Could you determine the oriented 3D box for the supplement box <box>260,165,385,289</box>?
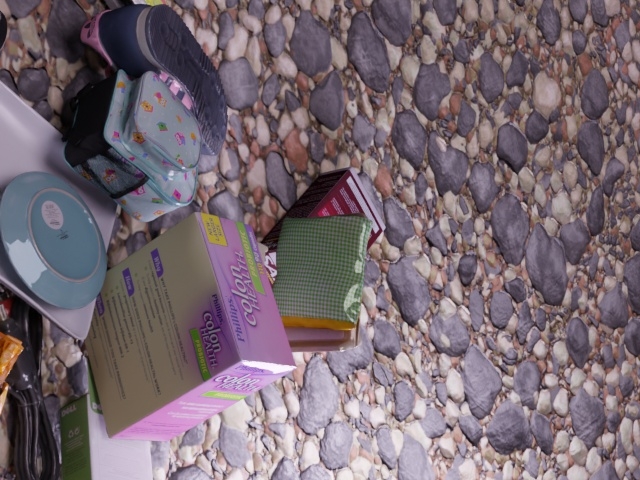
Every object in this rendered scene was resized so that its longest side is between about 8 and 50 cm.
[{"bbox_3d":[0.000,0.000,2.208,0.239,0.073,0.130,-50,119,-43],"label":"supplement box"}]

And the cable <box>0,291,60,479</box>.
[{"bbox_3d":[-0.392,0.183,1.756,0.139,0.072,0.287,-52,136,-60],"label":"cable"}]

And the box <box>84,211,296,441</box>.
[{"bbox_3d":[-0.182,0.118,1.794,0.117,0.243,0.213,14,50,-52],"label":"box"}]

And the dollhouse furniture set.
[{"bbox_3d":[-0.094,0.057,1.912,0.151,0.301,0.197,15,74,-50],"label":"dollhouse furniture set"}]

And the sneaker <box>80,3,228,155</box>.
[{"bbox_3d":[-0.232,-0.231,1.969,0.319,0.131,0.112,62,36,-54],"label":"sneaker"}]

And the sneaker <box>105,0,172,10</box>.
[{"bbox_3d":[-0.274,-0.380,1.963,0.094,0.081,0.208,-54,133,-41],"label":"sneaker"}]

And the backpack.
[{"bbox_3d":[-0.241,-0.124,1.864,0.188,0.144,0.166,54,25,-39],"label":"backpack"}]

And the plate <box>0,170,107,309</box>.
[{"bbox_3d":[-0.332,-0.004,1.742,0.188,0.024,0.188,36,42,-42],"label":"plate"}]

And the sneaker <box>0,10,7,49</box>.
[{"bbox_3d":[-0.431,-0.262,1.695,0.235,0.097,0.084,-30,113,-72],"label":"sneaker"}]

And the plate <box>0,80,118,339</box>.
[{"bbox_3d":[-0.383,-0.042,1.754,0.278,0.045,0.277,43,37,-35],"label":"plate"}]

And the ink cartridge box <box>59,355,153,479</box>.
[{"bbox_3d":[-0.285,0.269,1.817,0.109,0.062,0.209,24,47,-44],"label":"ink cartridge box"}]

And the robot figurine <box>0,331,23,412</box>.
[{"bbox_3d":[-0.477,0.209,1.576,0.211,0.085,0.291,36,64,-23],"label":"robot figurine"}]
